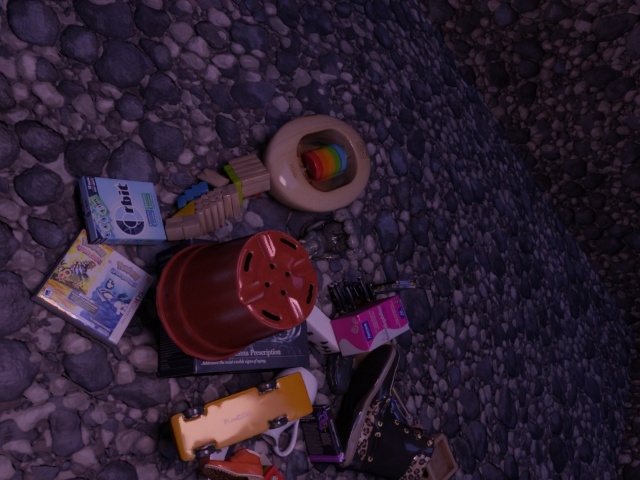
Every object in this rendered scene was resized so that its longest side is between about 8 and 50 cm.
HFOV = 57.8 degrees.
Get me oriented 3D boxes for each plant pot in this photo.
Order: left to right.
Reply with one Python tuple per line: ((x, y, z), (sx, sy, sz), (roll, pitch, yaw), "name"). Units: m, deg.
((-0.163, 0.107, 1.229), (0.272, 0.265, 0.272), (15, 67, -38), "plant pot")

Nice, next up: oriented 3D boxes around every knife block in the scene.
((0.115, 0.259, 1.819), (0.242, 0.088, 0.275), (30, 58, -33), "knife block")

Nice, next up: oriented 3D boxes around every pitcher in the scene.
((-0.087, 0.456, 1.552), (0.207, 0.125, 0.177), (-51, 127, -29), "pitcher")

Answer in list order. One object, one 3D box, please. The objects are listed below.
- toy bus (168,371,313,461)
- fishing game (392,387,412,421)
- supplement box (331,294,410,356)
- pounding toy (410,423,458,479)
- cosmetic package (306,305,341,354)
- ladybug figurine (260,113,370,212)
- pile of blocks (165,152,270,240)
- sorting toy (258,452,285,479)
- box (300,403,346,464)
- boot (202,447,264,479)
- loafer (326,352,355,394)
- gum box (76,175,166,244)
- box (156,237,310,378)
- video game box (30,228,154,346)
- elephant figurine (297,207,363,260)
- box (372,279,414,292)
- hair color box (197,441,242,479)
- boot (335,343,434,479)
((-0.186, 0.409, 1.364), (0.333, 0.130, 0.108), (-14, 79, -27), "toy bus")
((0.169, 0.573, 1.805), (0.264, 0.041, 0.189), (-37, 95, -38), "fishing game")
((0.151, 0.248, 1.707), (0.220, 0.114, 0.111), (-17, 88, -47), "supplement box")
((0.324, 0.691, 1.877), (0.181, 0.094, 0.206), (-21, 88, -43), "pounding toy")
((-0.035, 0.237, 1.676), (0.239, 0.099, 0.060), (45, 49, -23), "cosmetic package")
((-0.018, -0.230, 1.796), (0.449, 0.162, 0.305), (-20, 91, -45), "ladybug figurine")
((-0.284, -0.099, 1.563), (0.362, 0.149, 0.112), (-41, 149, -34), "pile of blocks")
((-0.141, 0.712, 1.428), (0.257, 0.089, 0.255), (-42, 106, -43), "sorting toy")
((0.001, 0.535, 1.601), (0.029, 0.116, 0.162), (-14, 87, -47), "box")
((-0.207, 0.533, 1.381), (0.158, 0.059, 0.084), (25, 41, -29), "boot")
((0.067, 0.351, 1.749), (0.076, 0.078, 0.223), (19, 65, -38), "loafer")
((-0.468, -0.068, 1.371), (0.184, 0.041, 0.157), (1, 66, -50), "gum box")
((-0.219, 0.176, 1.464), (0.343, 0.179, 0.312), (7, 71, -42), "box")
((-0.505, 0.108, 1.309), (0.205, 0.048, 0.187), (41, 50, -27), "video game box")
((0.000, 0.000, 1.766), (0.186, 0.239, 0.169), (49, 26, -55), "elephant figurine")
((0.230, 0.156, 1.925), (0.094, 0.137, 0.027), (6, 73, -43), "box")
((-0.243, 0.509, 1.423), (0.093, 0.053, 0.167), (18, 66, -39), "hair color box")
((0.211, 0.531, 1.723), (0.284, 0.138, 0.377), (32, 69, -19), "boot")
